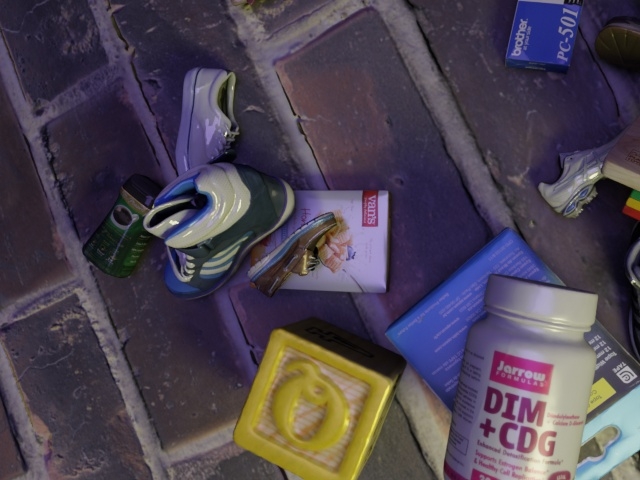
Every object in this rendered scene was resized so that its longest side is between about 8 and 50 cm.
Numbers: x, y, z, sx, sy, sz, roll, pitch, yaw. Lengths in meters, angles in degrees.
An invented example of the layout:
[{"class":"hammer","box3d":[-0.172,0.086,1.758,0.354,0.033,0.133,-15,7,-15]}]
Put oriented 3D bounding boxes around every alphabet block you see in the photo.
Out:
[{"class":"alphabet block","box3d":[0.007,0.245,0.925,0.194,0.197,0.192,20,94,14]}]

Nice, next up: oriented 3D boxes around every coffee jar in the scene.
[{"class":"coffee jar","box3d":[-0.351,-0.028,1.091,0.096,0.079,0.184,38,99,15]}]

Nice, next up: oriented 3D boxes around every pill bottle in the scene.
[{"class":"pill bottle","box3d":[0.261,0.193,0.764,0.161,0.160,0.282,10,92,15]}]

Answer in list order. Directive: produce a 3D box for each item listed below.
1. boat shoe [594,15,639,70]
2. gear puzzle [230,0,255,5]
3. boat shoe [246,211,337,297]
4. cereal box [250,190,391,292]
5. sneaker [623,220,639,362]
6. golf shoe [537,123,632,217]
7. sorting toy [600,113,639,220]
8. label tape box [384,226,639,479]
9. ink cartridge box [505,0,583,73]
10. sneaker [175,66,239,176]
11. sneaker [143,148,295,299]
[{"class":"boat shoe","box3d":[0.524,-0.278,0.867,0.224,0.080,0.073,25,63,14]},{"class":"gear puzzle","box3d":[-0.018,-0.539,1.042,0.339,0.044,0.175,-16,82,11]},{"class":"boat shoe","box3d":[-0.035,0.025,0.967,0.183,0.066,0.066,-39,85,22]},{"class":"cereal box","box3d":[0.000,0.000,1.012,0.241,0.047,0.172,0,88,15]},{"class":"sneaker","box3d":[0.475,0.088,0.820,0.101,0.153,0.268,-6,85,32]},{"class":"golf shoe","box3d":[0.410,-0.120,0.899,0.086,0.069,0.176,43,98,18]},{"class":"sorting toy","box3d":[0.530,-0.089,0.755,0.257,0.089,0.255,32,60,28]},{"class":"label tape box","box3d":[0.306,0.189,0.894,0.249,0.115,0.347,-42,81,10]},{"class":"ink cartridge box","box3d":[0.361,-0.375,0.929,0.097,0.046,0.206,13,92,16]},{"class":"sneaker","box3d":[-0.195,-0.186,1.046,0.092,0.094,0.257,-1,87,19]},{"class":"sneaker","box3d":[-0.214,-0.010,0.942,0.323,0.236,0.130,-38,69,27]}]
